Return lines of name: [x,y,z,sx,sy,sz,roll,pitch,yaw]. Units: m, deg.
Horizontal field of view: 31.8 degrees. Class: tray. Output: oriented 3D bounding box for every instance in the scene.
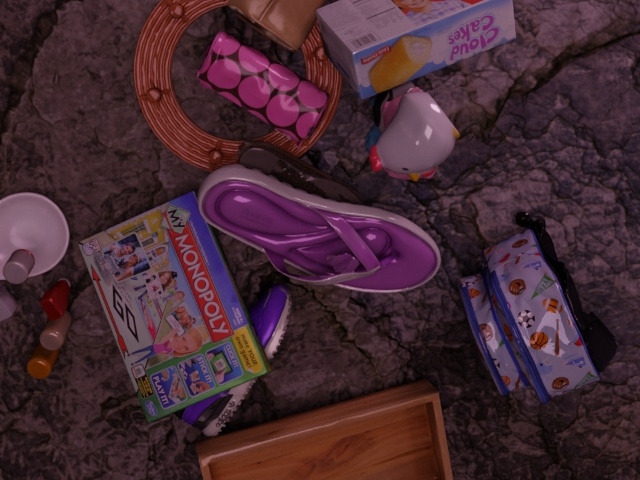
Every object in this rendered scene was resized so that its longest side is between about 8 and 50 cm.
tray: [0.011,0.387,1.902,0.411,0.076,0.202,-14,108,-10]

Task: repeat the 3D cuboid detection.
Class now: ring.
ring: [-0.131,-0.267,1.808,0.337,0.032,0.336,-1,103,-3]

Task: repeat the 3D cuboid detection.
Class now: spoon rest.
spoon rest: [-0.538,0.022,1.821,0.276,0.084,0.137,-27,103,3]

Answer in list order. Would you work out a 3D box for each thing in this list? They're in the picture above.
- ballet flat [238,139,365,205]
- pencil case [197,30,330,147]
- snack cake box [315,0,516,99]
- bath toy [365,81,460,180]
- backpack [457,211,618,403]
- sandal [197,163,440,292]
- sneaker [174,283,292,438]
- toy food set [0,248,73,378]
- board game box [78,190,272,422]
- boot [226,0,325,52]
ballet flat: [-0.028,-0.094,1.829,0.250,0.058,0.084,28,114,-23]
pencil case: [-0.092,-0.236,1.758,0.209,0.095,0.098,32,114,-7]
snack cake box: [0.144,-0.331,1.718,0.264,0.152,0.089,-23,132,-8]
bath toy: [0.127,-0.151,1.686,0.129,0.348,0.151,-37,98,5]
backpack: [0.342,0.129,1.803,0.213,0.263,0.276,-31,103,4]
sandal: [-0.006,0.011,1.806,0.416,0.102,0.169,18,128,-13]
sneaker: [-0.165,0.180,1.867,0.146,0.102,0.293,32,99,-9]
toy food set: [-0.466,0.094,1.809,0.111,0.104,0.232,-25,111,11]
board game box: [-0.236,0.106,1.817,0.214,0.046,0.317,-24,83,7]
boot: [-0.061,-0.463,1.721,0.236,0.089,0.269,32,91,-10]
